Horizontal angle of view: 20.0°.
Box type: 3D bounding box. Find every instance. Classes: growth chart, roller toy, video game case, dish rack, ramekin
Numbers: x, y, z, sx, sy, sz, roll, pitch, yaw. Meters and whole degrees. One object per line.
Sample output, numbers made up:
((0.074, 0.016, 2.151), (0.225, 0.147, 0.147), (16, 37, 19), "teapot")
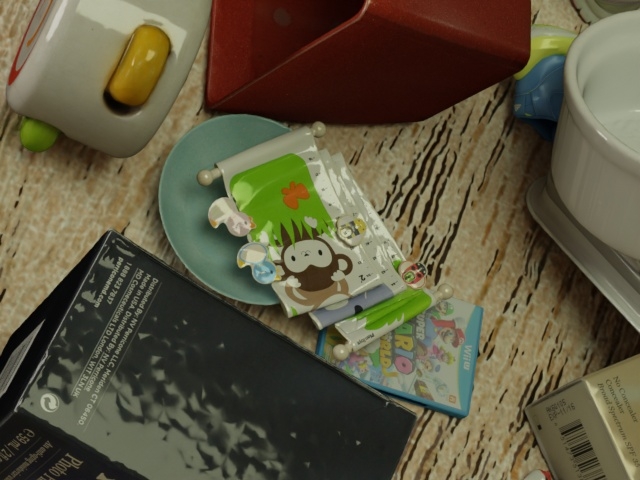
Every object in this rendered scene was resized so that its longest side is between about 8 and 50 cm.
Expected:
((0.000, 0.000, 1.743), (0.172, 0.021, 0.237), (-35, 87, -30), "growth chart")
((-0.187, -0.180, 1.663), (0.146, 0.209, 0.191), (24, 57, -16), "roller toy")
((0.078, 0.097, 1.789), (0.166, 0.015, 0.119), (19, 64, -18), "video game case")
((0.412, -0.028, 1.887), (0.332, 0.072, 0.285), (-17, 51, -28), "dish rack")
((0.360, -0.095, 1.795), (0.277, 0.135, 0.277), (7, 43, -6), "ramekin")

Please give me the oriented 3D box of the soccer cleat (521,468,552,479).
((0.227, 0.265, 1.789), (0.035, 0.029, 0.083), (-25, 80, -21), "soccer cleat")

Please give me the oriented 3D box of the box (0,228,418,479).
((-0.129, 0.179, 1.498), (0.294, 0.296, 0.183), (31, 61, -11), "box")

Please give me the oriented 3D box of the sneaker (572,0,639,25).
((0.296, -0.356, 1.990), (0.103, 0.111, 0.252), (-43, 100, -31), "sneaker")

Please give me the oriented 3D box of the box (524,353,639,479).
((0.380, 0.170, 1.840), (0.311, 0.121, 0.148), (-20, 79, -30), "box")

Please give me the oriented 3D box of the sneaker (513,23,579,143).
((0.300, -0.147, 1.958), (0.240, 0.091, 0.126), (12, 85, -21), "sneaker")

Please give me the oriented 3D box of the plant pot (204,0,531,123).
((0.062, -0.254, 1.789), (0.235, 0.267, 0.267), (18, 64, -32), "plant pot")

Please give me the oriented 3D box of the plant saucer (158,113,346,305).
((-0.070, -0.026, 1.753), (0.195, 0.037, 0.195), (9, 67, -23), "plant saucer")
